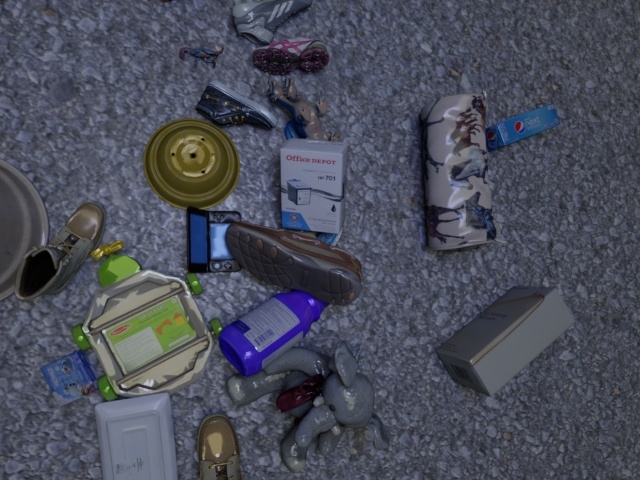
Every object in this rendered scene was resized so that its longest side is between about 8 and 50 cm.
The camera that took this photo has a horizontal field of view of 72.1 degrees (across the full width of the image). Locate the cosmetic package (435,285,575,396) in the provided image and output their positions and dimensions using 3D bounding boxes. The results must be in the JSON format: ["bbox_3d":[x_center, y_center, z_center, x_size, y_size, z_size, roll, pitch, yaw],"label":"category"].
[{"bbox_3d":[0.475,0.249,1.139,0.309,0.160,0.113,-34,96,-17],"label":"cosmetic package"}]

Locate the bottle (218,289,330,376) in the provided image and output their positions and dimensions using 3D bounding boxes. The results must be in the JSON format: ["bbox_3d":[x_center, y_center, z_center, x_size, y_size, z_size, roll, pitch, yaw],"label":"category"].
[{"bbox_3d":[-0.085,0.179,0.984,0.118,0.092,0.283,35,49,30],"label":"bottle"}]

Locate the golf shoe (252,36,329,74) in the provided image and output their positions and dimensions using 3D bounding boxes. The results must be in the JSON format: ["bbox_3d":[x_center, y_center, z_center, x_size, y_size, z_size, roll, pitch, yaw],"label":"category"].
[{"bbox_3d":[-0.076,-0.457,1.079,0.186,0.067,0.086,-5,56,-12],"label":"golf shoe"}]

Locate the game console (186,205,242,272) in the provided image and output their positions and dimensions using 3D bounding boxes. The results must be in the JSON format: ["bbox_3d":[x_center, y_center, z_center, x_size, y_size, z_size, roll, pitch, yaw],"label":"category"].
[{"bbox_3d":[-0.234,0.000,0.982,0.124,0.085,0.144,-1,86,-16],"label":"game console"}]

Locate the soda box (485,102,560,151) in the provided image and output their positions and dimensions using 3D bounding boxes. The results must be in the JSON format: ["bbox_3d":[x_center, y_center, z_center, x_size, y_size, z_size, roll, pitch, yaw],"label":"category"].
[{"bbox_3d":[0.568,-0.320,1.247,0.210,0.071,0.067,-21,92,-17],"label":"soda box"}]

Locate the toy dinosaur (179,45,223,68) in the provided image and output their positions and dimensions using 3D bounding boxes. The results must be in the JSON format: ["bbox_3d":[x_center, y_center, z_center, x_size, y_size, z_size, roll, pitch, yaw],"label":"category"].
[{"bbox_3d":[-0.284,-0.435,1.032,0.082,0.047,0.090,24,47,-5],"label":"toy dinosaur"}]

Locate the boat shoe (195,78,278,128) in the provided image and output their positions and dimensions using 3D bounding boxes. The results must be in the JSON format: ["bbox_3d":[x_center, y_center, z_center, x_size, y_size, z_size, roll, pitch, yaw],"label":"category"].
[{"bbox_3d":[-0.196,-0.292,1.029,0.183,0.065,0.083,28,80,-6],"label":"boat shoe"}]

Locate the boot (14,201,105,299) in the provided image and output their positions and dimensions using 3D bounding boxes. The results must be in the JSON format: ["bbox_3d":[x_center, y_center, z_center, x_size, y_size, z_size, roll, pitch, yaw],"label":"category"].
[{"bbox_3d":[-0.502,0.015,0.861,0.077,0.165,0.213,30,80,-13],"label":"boot"}]

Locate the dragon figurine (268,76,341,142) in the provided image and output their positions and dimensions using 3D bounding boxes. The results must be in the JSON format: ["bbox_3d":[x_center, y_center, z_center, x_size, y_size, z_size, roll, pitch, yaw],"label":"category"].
[{"bbox_3d":[-0.029,-0.261,1.060,0.085,0.144,0.289,-33,115,-17],"label":"dragon figurine"}]

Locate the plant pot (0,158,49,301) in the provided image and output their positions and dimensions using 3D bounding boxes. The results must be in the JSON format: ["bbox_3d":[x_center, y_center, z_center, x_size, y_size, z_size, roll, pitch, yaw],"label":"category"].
[{"bbox_3d":[-0.687,-0.031,0.738,0.334,0.305,0.333,1,86,-17],"label":"plant pot"}]

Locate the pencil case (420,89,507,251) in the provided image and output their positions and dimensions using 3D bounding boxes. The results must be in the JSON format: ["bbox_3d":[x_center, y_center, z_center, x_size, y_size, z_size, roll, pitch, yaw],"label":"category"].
[{"bbox_3d":[0.359,-0.177,1.129,0.184,0.160,0.410,-3,87,0],"label":"pencil case"}]

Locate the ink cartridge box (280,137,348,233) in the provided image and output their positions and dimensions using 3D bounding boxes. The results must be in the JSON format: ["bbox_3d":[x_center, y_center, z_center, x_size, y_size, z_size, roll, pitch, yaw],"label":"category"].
[{"bbox_3d":[-0.015,-0.122,0.992,0.140,0.082,0.190,7,121,10],"label":"ink cartridge box"}]

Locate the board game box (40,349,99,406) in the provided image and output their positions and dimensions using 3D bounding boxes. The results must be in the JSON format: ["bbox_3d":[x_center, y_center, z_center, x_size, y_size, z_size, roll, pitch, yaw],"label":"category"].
[{"bbox_3d":[-0.512,0.282,0.901,0.090,0.020,0.090,-24,94,8],"label":"board game box"}]

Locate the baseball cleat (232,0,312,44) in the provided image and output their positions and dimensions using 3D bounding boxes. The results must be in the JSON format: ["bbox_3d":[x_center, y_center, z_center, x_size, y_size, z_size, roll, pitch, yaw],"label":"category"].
[{"bbox_3d":[-0.110,-0.538,1.073,0.206,0.072,0.109,-17,107,-15],"label":"baseball cleat"}]

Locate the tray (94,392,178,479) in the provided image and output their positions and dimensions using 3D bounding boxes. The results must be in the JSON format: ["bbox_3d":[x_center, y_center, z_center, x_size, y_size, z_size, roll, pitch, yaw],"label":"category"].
[{"bbox_3d":[-0.377,0.455,0.911,0.145,0.030,0.270,-4,101,-16],"label":"tray"}]

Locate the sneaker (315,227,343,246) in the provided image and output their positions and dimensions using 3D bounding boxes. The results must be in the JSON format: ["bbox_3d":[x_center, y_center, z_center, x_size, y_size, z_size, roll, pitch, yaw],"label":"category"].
[{"bbox_3d":[0.000,0.000,1.065,0.073,0.063,0.162,30,79,-9],"label":"sneaker"}]

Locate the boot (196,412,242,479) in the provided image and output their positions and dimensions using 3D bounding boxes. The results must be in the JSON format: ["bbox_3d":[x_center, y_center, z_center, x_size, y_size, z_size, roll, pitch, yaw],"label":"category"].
[{"bbox_3d":[-0.199,0.510,0.898,0.095,0.203,0.262,-2,88,-17],"label":"boot"}]

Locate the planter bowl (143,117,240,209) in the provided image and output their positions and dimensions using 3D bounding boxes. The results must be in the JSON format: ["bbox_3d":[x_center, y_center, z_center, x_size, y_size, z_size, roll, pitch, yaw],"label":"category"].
[{"bbox_3d":[-0.283,-0.179,0.979,0.217,0.090,0.217,1,86,-17],"label":"planter bowl"}]

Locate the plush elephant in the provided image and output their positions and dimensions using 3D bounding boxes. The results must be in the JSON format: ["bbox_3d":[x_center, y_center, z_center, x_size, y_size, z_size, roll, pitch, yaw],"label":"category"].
[{"bbox_3d":[0.009,0.347,0.943,0.330,0.255,0.272,-31,95,-16],"label":"plush elephant"}]

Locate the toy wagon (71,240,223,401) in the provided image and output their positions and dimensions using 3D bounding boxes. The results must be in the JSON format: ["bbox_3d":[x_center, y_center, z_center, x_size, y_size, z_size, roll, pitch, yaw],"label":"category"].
[{"bbox_3d":[-0.375,0.163,0.942,0.267,0.068,0.344,-26,93,-17],"label":"toy wagon"}]

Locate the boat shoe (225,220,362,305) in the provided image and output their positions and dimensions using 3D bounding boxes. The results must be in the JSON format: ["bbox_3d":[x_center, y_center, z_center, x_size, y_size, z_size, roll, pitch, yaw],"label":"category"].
[{"bbox_3d":[-0.056,0.036,0.992,0.324,0.123,0.116,25,40,2],"label":"boat shoe"}]
